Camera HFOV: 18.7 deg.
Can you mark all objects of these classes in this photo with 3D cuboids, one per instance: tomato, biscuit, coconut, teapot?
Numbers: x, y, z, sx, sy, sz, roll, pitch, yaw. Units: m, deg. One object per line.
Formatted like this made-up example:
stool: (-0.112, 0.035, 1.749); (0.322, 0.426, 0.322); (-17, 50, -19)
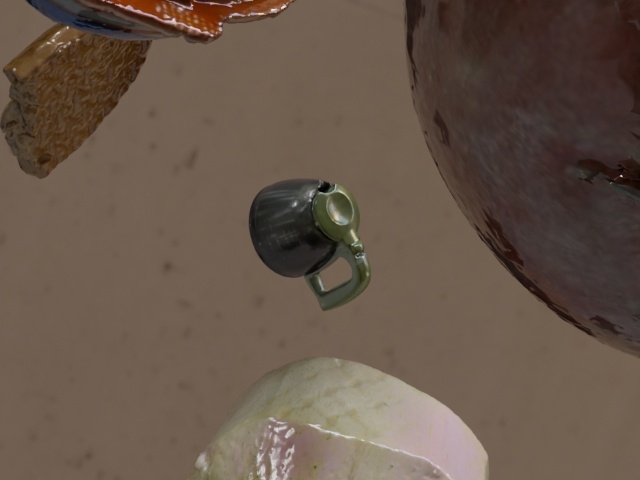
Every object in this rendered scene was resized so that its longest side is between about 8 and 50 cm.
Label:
tomato: (0.188, -0.093, 0.772); (0.316, 0.317, 0.283); (14, 39, -32)
biscuit: (-0.192, -0.129, 1.527); (0.033, 0.144, 0.224); (45, -14, 8)
coconut: (0.010, 0.217, 1.564); (0.259, 0.259, 0.259); (19, 10, -4)
teapot: (0.003, -0.007, 1.837); (0.124, 0.092, 0.090); (44, -38, -23)

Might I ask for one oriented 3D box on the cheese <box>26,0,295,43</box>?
cheese: (-0.099, -0.222, 1.068); (0.217, 0.129, 0.329); (16, 40, -24)
